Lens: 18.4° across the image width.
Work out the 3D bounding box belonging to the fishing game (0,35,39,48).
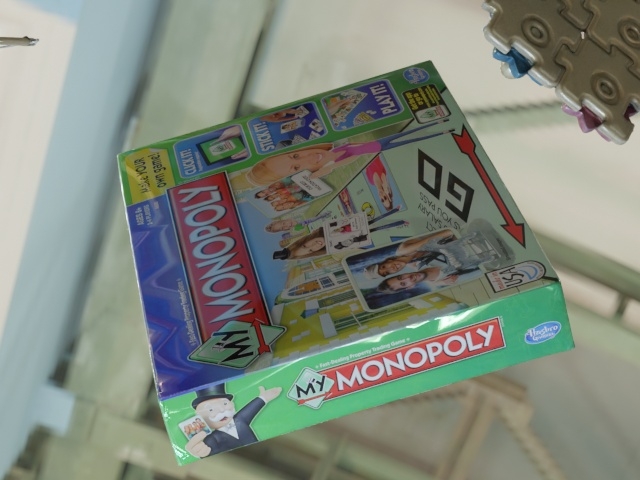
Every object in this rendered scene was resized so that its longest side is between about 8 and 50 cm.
[{"bbox_3d":[-0.398,-0.167,1.724,0.264,0.041,0.189,-5,-179,29],"label":"fishing game"}]

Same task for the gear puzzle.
[{"bbox_3d":[0.253,-0.233,1.801,0.175,0.044,0.339,37,-130,-8],"label":"gear puzzle"}]

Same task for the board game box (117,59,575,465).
[{"bbox_3d":[0.000,0.000,1.134,0.214,0.046,0.317,-16,-153,-2],"label":"board game box"}]
